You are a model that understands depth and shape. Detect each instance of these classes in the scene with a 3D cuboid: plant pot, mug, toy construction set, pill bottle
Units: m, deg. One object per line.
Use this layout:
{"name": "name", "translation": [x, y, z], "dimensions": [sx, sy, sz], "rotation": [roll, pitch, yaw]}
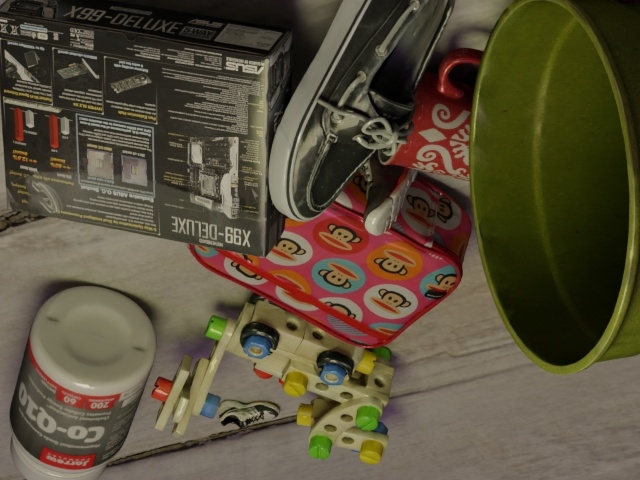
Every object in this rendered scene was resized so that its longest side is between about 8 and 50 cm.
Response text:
{"name": "plant pot", "translation": [0.378, -0.066, 1.788], "dimensions": [0.353, 0.366, 0.366], "rotation": [-4, 143, -18]}
{"name": "mug", "translation": [0.165, -0.119, 1.940], "dimensions": [0.169, 0.113, 0.150], "rotation": [16, 157, -13]}
{"name": "toy construction set", "translation": [-0.046, 0.179, 2.317], "dimensions": [0.328, 0.151, 0.215], "rotation": [10, 141, -18]}
{"name": "pill bottle", "translation": [-0.317, 0.202, 2.366], "dimensions": [0.161, 0.161, 0.283], "rotation": [15, 139, -7]}

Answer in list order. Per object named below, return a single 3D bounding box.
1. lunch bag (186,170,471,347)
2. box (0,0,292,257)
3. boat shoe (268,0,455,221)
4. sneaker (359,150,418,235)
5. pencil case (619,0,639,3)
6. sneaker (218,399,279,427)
{"name": "lunch bag", "translation": [0.000, 0.000, 2.116], "dimensions": [0.293, 0.120, 0.258], "rotation": [29, 139, -18]}
{"name": "box", "translation": [-0.187, -0.125, 1.937], "dimensions": [0.307, 0.076, 0.242], "rotation": [10, 122, 13]}
{"name": "boat shoe", "translation": [0.049, -0.140, 1.854], "dimensions": [0.113, 0.105, 0.306], "rotation": [5, 118, -52]}
{"name": "sneaker", "translation": [0.066, -0.066, 1.996], "dimensions": [0.065, 0.158, 0.061], "rotation": [21, 132, 7]}
{"name": "pencil case", "translation": [0.361, -0.295, 1.724], "dimensions": [0.209, 0.095, 0.098], "rotation": [-17, 117, 24]}
{"name": "sneaker", "translation": [-0.097, 0.239, 2.467], "dimensions": [0.083, 0.037, 0.032], "rotation": [0, 137, 8]}
